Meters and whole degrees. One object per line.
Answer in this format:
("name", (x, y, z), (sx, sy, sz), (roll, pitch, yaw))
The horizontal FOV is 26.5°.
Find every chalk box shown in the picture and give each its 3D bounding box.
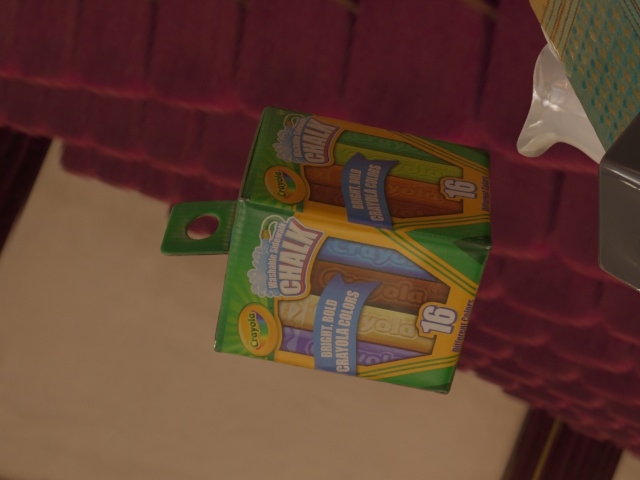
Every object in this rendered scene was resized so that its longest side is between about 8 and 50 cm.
("chalk box", (0.000, 0.000, 1.269), (0.289, 0.179, 0.180), (11, -145, -3))

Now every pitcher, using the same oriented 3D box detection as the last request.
("pitcher", (0.277, -0.129, 1.166), (0.207, 0.125, 0.178), (20, 131, 34))

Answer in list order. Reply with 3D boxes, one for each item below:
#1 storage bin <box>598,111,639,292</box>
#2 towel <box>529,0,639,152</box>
("storage bin", (0.216, -0.017, 0.787), (0.091, 0.098, 0.135), (30, 155, 28))
("towel", (0.183, -0.245, 0.947), (0.040, 0.370, 0.271), (-18, 158, -11))
